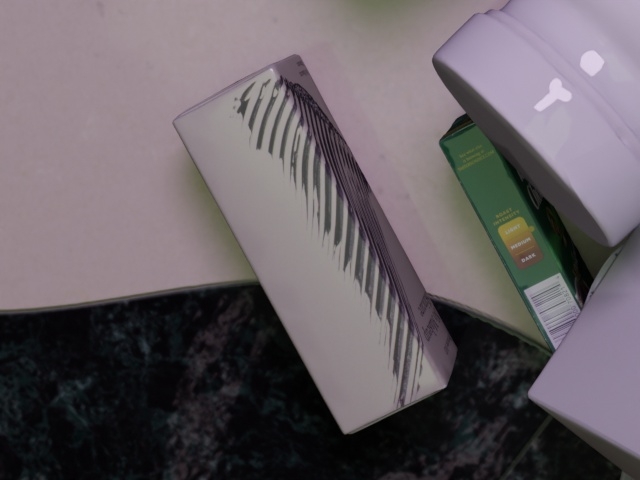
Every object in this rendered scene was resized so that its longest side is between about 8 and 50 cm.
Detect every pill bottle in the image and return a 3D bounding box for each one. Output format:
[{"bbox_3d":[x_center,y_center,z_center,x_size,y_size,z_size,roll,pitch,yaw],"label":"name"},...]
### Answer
[{"bbox_3d":[0.259,-0.180,0.926,0.363,0.210,0.210,-44,91,2],"label":"pill bottle"}]

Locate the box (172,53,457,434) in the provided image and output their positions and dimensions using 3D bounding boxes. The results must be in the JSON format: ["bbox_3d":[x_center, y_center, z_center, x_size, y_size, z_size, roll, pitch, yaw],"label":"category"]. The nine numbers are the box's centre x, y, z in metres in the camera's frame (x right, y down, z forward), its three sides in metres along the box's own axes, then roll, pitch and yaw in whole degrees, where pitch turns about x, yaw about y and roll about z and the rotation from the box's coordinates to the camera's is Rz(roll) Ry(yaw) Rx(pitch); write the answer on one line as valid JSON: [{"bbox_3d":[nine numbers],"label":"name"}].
[{"bbox_3d":[0.000,0.000,1.111,0.094,0.113,0.275,-27,97,15],"label":"box"}]

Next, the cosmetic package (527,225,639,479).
[{"bbox_3d":[0.342,0.109,0.901,0.156,0.385,0.217,38,85,-36],"label":"cosmetic package"}]

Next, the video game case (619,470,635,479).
[{"bbox_3d":[0.302,0.236,1.079,0.206,0.026,0.227,27,112,50],"label":"video game case"}]

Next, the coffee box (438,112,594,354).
[{"bbox_3d":[0.153,-0.012,1.076,0.040,0.113,0.184,-28,94,17],"label":"coffee box"}]
